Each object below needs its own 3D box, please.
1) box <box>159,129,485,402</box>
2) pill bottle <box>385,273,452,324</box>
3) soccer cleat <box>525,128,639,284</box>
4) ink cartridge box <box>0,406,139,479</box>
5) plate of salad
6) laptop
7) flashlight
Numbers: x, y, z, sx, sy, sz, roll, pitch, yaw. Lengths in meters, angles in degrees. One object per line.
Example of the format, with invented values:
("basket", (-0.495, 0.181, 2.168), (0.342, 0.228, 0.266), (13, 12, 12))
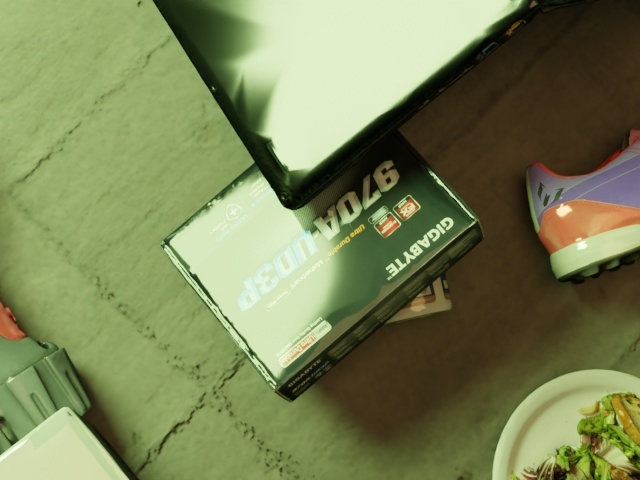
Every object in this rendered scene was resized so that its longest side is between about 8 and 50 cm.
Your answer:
("box", (0.000, 0.000, 1.149), (0.220, 0.051, 0.175), (-40, 67, 0))
("pill bottle", (0.072, 0.010, 1.197), (0.067, 0.067, 0.120), (-11, 84, -9))
("soccer cleat", (0.340, -0.066, 1.228), (0.318, 0.108, 0.116), (-22, 82, -8))
("ink cartridge box", (-0.225, 0.236, 1.020), (0.201, 0.278, 0.117), (-38, 86, -11))
("plate of salad", (0.252, 0.214, 1.204), (0.200, 0.048, 0.200), (1, 83, -8))
("laptop", (0.077, -0.279, 1.206), (0.408, 0.236, 0.382), (-39, 68, 16))
("flashlight", (-0.297, 0.029, 1.133), (0.103, 0.103, 0.304), (-34, 92, 4))
